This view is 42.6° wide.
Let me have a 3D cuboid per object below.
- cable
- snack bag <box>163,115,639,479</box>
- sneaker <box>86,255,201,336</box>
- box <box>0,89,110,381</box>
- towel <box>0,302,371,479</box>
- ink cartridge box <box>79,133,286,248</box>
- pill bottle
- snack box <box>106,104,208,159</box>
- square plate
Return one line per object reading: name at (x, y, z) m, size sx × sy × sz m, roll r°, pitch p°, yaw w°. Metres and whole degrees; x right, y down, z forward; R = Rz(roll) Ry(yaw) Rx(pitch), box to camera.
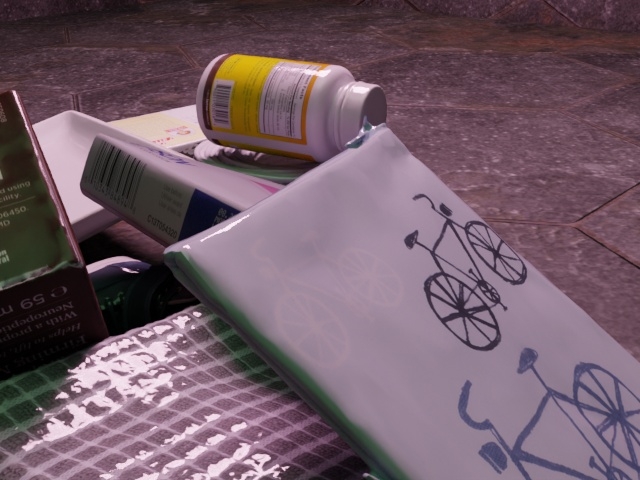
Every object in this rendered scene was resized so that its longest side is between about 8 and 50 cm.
cable at (-0.042, -0.084, 1.081) m, size 0.257 × 0.089 × 0.257 m, roll 9°, pitch 25°, yaw 23°
snack bag at (0.094, 0.077, 0.503) m, size 0.342 × 0.037 × 0.323 m, roll 44°, pitch 31°, yaw 4°
sneaker at (-0.186, 0.077, 0.719) m, size 0.163 × 0.086 × 0.226 m, roll 12°, pitch 25°, yaw 33°
box at (-0.247, 0.040, 0.567) m, size 0.168 × 0.203 × 0.167 m, roll -21°, pitch 56°, yaw -17°
towel at (-0.054, 0.136, 0.496) m, size 0.235 × 0.121 × 0.284 m, roll 16°, pitch 22°, yaw 33°
ink cartridge box at (0.000, 0.000, 0.746) m, size 0.330 × 0.071 × 0.324 m, roll 11°, pitch 10°, yaw -42°
pill bottle at (-0.034, -0.158, 0.994) m, size 0.215 × 0.117 × 0.117 m, roll 12°, pitch 27°, yaw 24°
snack box at (-0.248, -0.145, 1.267) m, size 0.322 × 0.060 × 0.187 m, roll -19°, pitch 29°, yaw -35°
square plate at (-0.372, -0.045, 0.988) m, size 0.347 × 0.049 × 0.344 m, roll -32°, pitch 37°, yaw -29°
